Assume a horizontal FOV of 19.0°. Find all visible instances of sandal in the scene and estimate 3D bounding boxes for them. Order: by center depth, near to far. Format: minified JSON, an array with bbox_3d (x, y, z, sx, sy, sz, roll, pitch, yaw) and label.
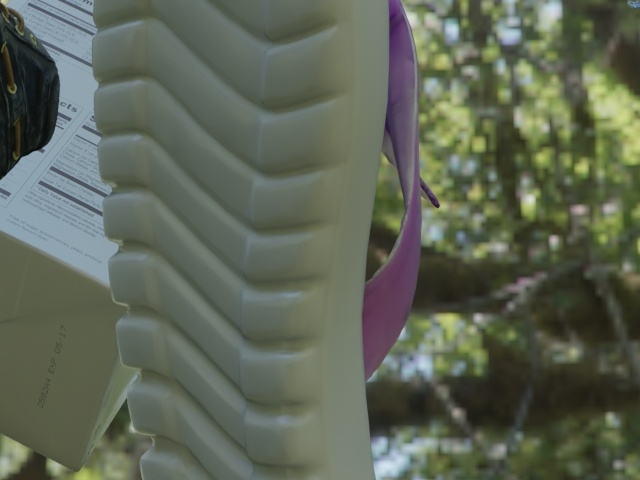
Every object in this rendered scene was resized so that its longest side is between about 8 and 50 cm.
[{"bbox_3d":[-0.010,-0.005,0.754,0.102,0.416,0.169,-14,25,-35],"label":"sandal"}]

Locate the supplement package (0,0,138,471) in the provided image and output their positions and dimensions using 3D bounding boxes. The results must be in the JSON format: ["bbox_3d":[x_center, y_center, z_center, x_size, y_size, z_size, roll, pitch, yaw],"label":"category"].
[{"bbox_3d":[-0.180,-0.024,1.348,0.198,0.262,0.199,27,-44,4],"label":"supplement package"}]

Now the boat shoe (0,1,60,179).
[{"bbox_3d":[-0.187,-0.112,1.008,0.065,0.083,0.183,17,-53,25],"label":"boat shoe"}]

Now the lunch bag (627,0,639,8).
[{"bbox_3d":[0.199,-0.129,0.911,0.071,0.053,0.083,-6,8,-38],"label":"lunch bag"}]
